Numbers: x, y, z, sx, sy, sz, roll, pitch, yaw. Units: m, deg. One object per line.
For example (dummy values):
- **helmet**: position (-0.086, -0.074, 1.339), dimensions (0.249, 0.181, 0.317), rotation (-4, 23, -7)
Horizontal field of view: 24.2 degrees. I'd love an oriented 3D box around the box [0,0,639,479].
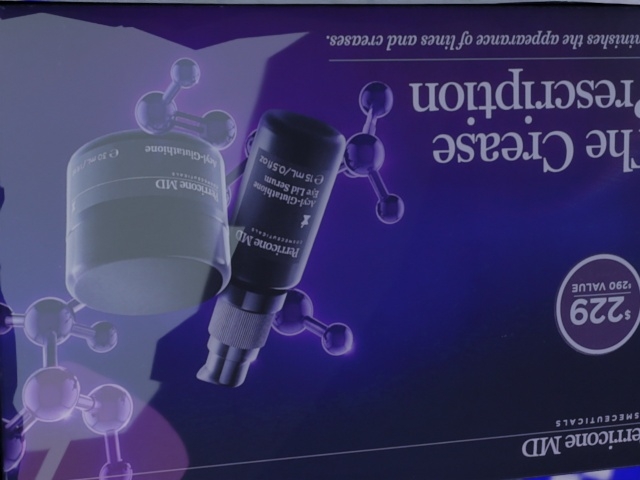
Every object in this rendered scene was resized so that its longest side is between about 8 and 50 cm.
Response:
- **box**: position (0.000, 0.000, 0.576), dimensions (0.261, 0.103, 0.184), rotation (-4, 101, -19)
